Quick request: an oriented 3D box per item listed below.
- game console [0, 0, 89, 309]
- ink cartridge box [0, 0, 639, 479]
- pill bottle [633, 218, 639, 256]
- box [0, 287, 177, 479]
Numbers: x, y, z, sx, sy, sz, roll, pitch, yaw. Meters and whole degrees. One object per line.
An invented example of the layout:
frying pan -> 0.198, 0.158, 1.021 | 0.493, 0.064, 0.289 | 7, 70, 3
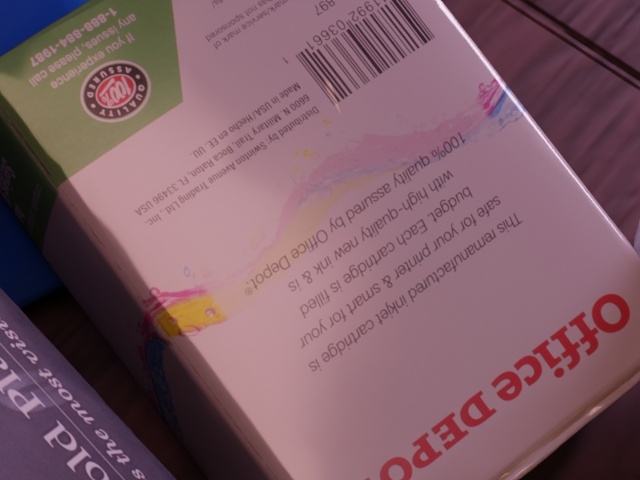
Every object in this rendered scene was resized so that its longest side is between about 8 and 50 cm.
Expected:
game console -> -0.241, -0.056, 0.741 | 0.293, 0.173, 0.250 | -29, 98, -18
ink cartridge box -> 0.000, 0.000, 0.661 | 0.154, 0.093, 0.212 | -36, 83, -20
pill bottle -> 0.237, 0.009, 0.677 | 0.229, 0.131, 0.131 | -13, 62, -11
box -> -0.217, 0.069, 0.436 | 0.179, 0.312, 0.343 | -43, 89, 19
